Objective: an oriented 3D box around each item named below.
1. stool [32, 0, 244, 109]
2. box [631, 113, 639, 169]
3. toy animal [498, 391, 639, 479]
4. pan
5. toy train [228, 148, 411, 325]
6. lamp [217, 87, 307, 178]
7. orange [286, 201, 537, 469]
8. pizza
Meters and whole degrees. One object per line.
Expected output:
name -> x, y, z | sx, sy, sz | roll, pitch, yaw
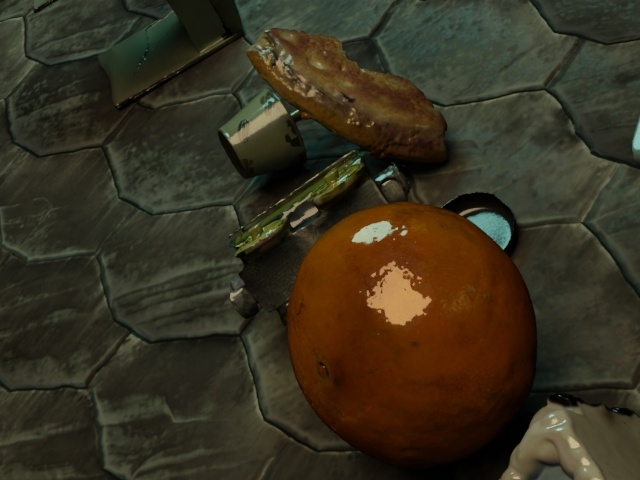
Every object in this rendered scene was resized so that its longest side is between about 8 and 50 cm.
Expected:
stool -> -0.306, -0.405, 1.769 | 0.269, 0.243, 0.170 | -30, 46, 6
box -> 0.446, -0.134, 1.190 | 0.130, 0.162, 0.227 | -2, 55, 41
toy animal -> 0.260, 0.255, 0.988 | 0.156, 0.208, 0.204 | -54, 43, 20
pan -> 0.147, 0.020, 1.321 | 0.212, 0.040, 0.115 | -32, 47, -4
toy train -> 0.000, 0.000, 1.333 | 0.261, 0.134, 0.177 | -35, 7, 1
lamp -> -0.035, -0.173, 1.527 | 0.214, 0.121, 0.121 | -31, 45, -13
orange -> 0.091, 0.099, 1.133 | 0.226, 0.284, 0.284 | -23, 35, -37
pizza -> 0.037, -0.187, 1.436 | 0.305, 0.085, 0.161 | 29, 37, 3
